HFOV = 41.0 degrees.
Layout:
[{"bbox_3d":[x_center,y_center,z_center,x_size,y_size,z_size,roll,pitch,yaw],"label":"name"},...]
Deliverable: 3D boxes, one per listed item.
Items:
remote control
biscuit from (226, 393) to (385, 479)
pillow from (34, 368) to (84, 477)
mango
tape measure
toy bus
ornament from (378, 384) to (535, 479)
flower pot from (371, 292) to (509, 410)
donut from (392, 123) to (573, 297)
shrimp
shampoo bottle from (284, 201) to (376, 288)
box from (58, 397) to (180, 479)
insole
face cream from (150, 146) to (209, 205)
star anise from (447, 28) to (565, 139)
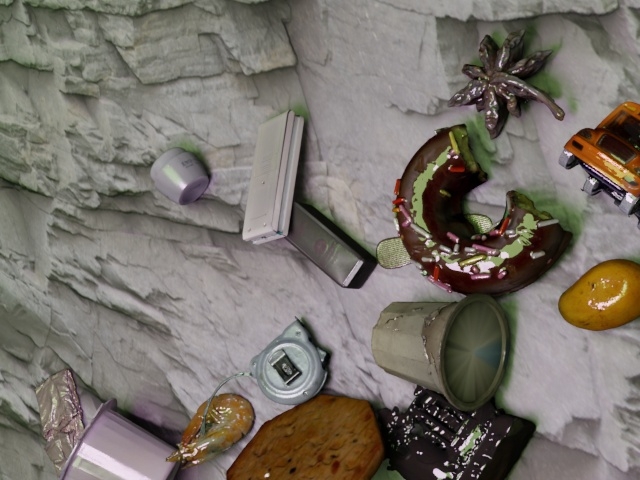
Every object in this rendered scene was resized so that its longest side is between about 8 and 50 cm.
[{"bbox_3d":[-0.098,-0.133,1.816,0.103,0.055,0.277,-16,61,46],"label":"remote control"},{"bbox_3d":[-0.034,0.434,1.651,0.359,0.359,0.046,-17,118,27],"label":"biscuit"},{"bbox_3d":[-0.642,0.453,2.117,0.135,0.049,0.248,-30,69,28],"label":"pillow"},{"bbox_3d":[0.499,0.101,1.494,0.165,0.089,0.115,-45,65,21],"label":"mango"},{"bbox_3d":[-0.126,0.319,1.777,0.330,0.084,0.164,-44,62,-3],"label":"tape measure"},{"bbox_3d":[0.503,-0.120,1.376,0.143,0.329,0.153,42,103,26],"label":"toy bus"},{"bbox_3d":[0.235,0.367,1.620,0.260,0.106,0.251,35,95,36],"label":"ornament"},{"bbox_3d":[0.209,0.187,1.583,0.203,0.212,0.212,9,90,43],"label":"flower pot"},{"bbox_3d":[0.266,-0.038,1.608,0.259,0.136,0.345,-45,66,14],"label":"donut"},{"bbox_3d":[-0.244,0.413,1.855,0.217,0.051,0.115,-34,62,-15],"label":"shrimp"},{"bbox_3d":[0.000,0.000,1.784,0.246,0.079,0.080,40,104,26],"label":"shampoo bottle"},{"bbox_3d":[-0.434,0.510,1.911,0.206,0.291,0.262,27,92,5],"label":"box"},{"bbox_3d":[0.223,0.006,1.703,0.253,0.005,0.086,-16,77,27],"label":"insole"},{"bbox_3d":[-0.322,-0.146,1.956,0.104,0.117,0.117,46,107,17],"label":"face cream"},{"bbox_3d":[0.351,-0.294,1.613,0.231,0.089,0.209,8,97,41],"label":"star anise"}]
